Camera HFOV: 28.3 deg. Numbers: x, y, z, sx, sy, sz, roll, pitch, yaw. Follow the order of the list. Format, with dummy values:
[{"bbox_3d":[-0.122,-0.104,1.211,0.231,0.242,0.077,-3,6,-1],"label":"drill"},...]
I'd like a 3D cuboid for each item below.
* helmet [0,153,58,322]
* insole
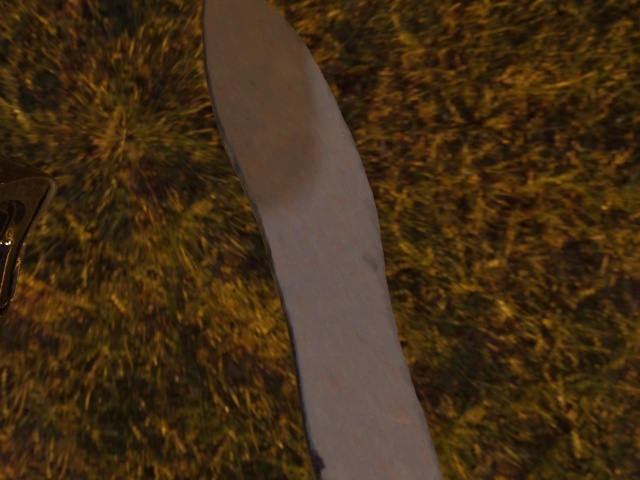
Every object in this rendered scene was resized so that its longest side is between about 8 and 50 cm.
[{"bbox_3d":[-0.212,0.020,0.582,0.107,0.153,0.177,31,89,5],"label":"helmet"},{"bbox_3d":[0.000,0.000,0.355,0.004,0.197,0.065,-36,144,29],"label":"insole"}]
